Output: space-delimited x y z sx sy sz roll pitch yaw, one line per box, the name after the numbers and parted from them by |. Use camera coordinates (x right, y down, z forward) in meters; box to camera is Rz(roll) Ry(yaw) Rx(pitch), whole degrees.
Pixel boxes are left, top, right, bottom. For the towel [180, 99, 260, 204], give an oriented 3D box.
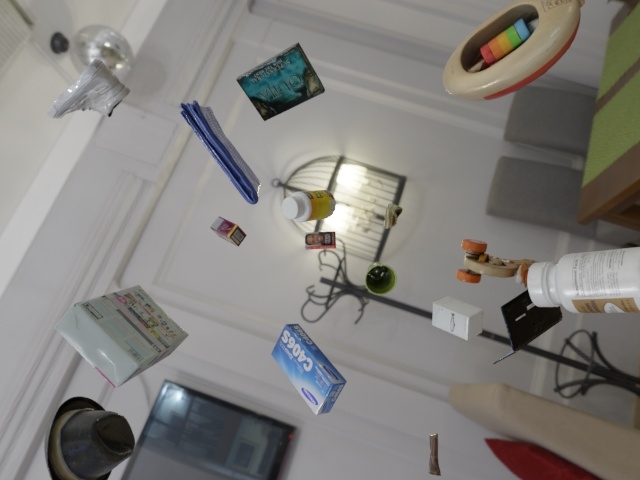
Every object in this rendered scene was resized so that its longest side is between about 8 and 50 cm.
-0.208 -0.206 1.099 0.040 0.243 0.336 -34 14 3 | towel

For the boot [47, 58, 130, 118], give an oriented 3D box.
-0.631 -0.374 1.320 0.258 0.123 0.095 -23 38 34 | boot

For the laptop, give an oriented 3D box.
0.680 0.272 1.635 0.136 0.234 0.265 13 127 65 | laptop

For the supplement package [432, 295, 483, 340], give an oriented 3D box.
0.557 0.313 1.970 0.105 0.179 0.105 -15 -68 -36 | supplement package

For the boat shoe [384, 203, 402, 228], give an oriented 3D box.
0.232 -0.078 1.537 0.153 0.048 0.056 -56 -28 -67 | boat shoe

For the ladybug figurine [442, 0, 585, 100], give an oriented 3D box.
0.606 -0.593 1.522 0.449 0.161 0.305 -26 48 37 | ladybug figurine

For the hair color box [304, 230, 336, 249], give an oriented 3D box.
0.000 0.000 2.199 0.043 0.141 0.072 77 -170 -68 | hair color box

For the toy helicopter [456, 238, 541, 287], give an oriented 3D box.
0.659 0.090 1.664 0.235 0.354 0.140 23 108 57 | toy helicopter

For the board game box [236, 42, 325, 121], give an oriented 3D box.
-0.096 -0.376 1.167 0.126 0.186 0.026 54 -143 -28 | board game box

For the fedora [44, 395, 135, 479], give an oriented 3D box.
-0.701 0.641 1.534 0.334 0.152 0.335 -14 -90 -81 | fedora

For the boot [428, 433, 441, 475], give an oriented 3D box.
0.365 0.681 1.548 0.106 0.037 0.114 88 -172 -81 | boot

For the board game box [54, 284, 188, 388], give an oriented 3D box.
-0.522 0.248 1.317 0.097 0.224 0.303 -47 -4 8 | board game box

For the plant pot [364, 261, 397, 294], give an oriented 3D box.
0.153 0.092 1.280 0.079 0.083 0.084 -102 29 -77 | plant pot

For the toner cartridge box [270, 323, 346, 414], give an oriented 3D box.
-0.055 0.505 1.933 0.075 0.348 0.165 5 -63 -44 | toner cartridge box

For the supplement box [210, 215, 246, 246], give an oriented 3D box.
-0.255 -0.025 1.343 0.043 0.083 0.055 -55 -37 -15 | supplement box

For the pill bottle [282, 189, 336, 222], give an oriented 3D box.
-0.045 -0.133 1.867 0.214 0.117 0.117 -12 -55 -49 | pill bottle

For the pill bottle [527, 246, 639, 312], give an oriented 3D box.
0.576 0.089 1.032 0.229 0.131 0.131 -10 52 47 | pill bottle
